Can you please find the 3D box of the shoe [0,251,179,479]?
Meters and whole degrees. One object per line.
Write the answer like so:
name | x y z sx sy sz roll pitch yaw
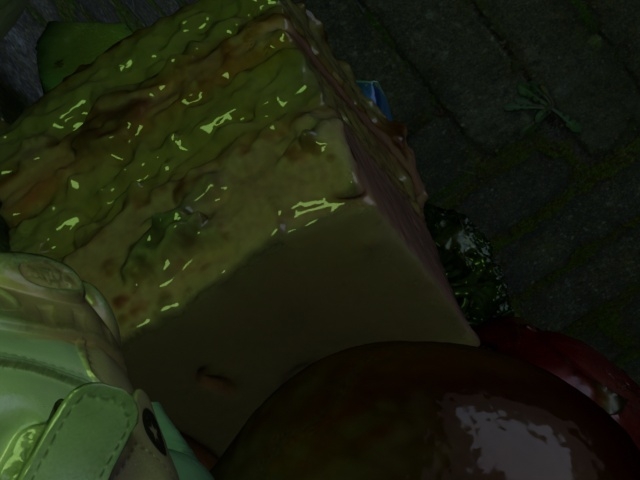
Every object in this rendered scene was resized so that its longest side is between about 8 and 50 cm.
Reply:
shoe | -0.183 0.103 0.784 0.351 0.172 0.198 3 42 -54

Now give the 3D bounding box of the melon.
melon | -0.161 -0.062 1.705 0.196 0.124 0.323 63 0 42

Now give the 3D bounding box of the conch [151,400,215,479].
conch | -0.153 0.154 1.057 0.185 0.121 0.221 23 4 -3

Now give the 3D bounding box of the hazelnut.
hazelnut | 0.059 0.245 1.203 0.366 0.366 0.366 52 11 -15

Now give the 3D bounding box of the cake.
cake | -0.069 -0.003 1.435 0.293 0.314 0.307 47 12 -44

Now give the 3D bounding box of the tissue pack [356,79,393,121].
tissue pack | 0.000 0.000 1.762 0.198 0.146 0.263 63 35 -53

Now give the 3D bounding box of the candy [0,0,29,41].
candy | -0.333 -0.245 1.272 0.295 0.185 0.295 7 78 -37

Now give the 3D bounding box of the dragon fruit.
dragon fruit | 0.188 0.227 1.719 0.301 0.295 0.296 31 24 -40

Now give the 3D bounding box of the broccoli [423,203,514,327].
broccoli | 0.088 0.119 1.935 0.321 0.304 0.283 53 41 5
